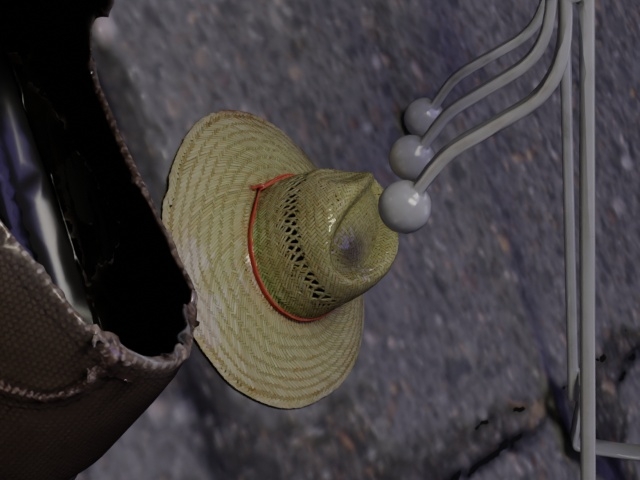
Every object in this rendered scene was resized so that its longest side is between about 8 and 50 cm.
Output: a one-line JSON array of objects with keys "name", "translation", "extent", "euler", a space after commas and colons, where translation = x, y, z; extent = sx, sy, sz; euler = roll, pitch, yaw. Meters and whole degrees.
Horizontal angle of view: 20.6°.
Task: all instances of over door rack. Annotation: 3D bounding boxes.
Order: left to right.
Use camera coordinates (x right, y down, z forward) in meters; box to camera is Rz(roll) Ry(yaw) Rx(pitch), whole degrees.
[{"name": "over door rack", "translation": [0.094, -0.005, 0.802], "extent": [0.239, 0.108, 0.324], "euler": [-67, 143, -75]}]

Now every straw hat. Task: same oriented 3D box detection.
[{"name": "straw hat", "translation": [0.000, 0.000, 0.759], "extent": [0.144, 0.061, 0.144], "euler": [31, 49, -42]}]

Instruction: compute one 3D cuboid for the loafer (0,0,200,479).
[{"name": "loafer", "translation": [-0.126, -0.094, 0.568], "extent": [0.134, 0.130, 0.366], "euler": [-24, 92, -57]}]
